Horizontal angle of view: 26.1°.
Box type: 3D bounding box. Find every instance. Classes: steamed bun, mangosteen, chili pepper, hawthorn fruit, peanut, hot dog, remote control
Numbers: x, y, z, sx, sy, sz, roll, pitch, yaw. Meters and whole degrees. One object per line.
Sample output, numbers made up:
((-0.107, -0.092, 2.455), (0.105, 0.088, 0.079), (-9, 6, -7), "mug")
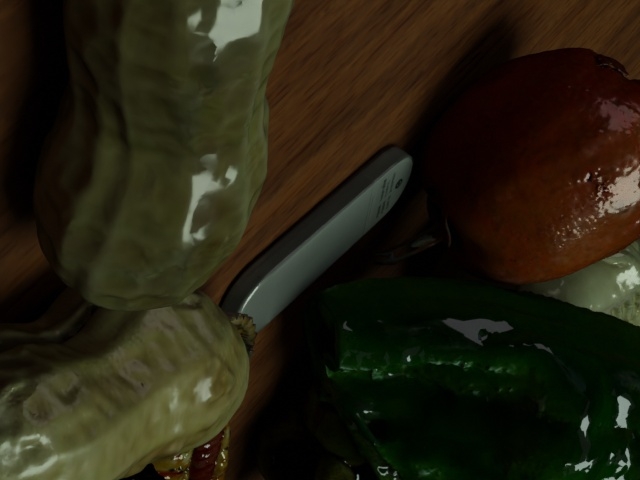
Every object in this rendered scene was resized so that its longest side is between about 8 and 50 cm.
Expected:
((0.232, 0.050, 1.522), (0.275, 0.206, 0.320), (-32, 160, -14), "steamed bun")
((0.049, 0.217, 1.380), (0.243, 0.243, 0.243), (-46, 158, -24), "mangosteen")
((0.167, 0.141, 1.239), (0.167, 0.385, 0.213), (149, -51, -67), "chili pepper")
((0.181, -0.049, 1.269), (0.299, 0.211, 0.211), (-33, 157, -5), "hawthorn fruit")
((-0.144, 0.091, 0.838), (0.290, 0.130, 0.130), (-22, 142, -57), "peanut")
((-0.112, 0.153, 1.088), (0.131, 0.069, 0.252), (-33, 149, -45), "hot dog")
((0.000, 0.000, 1.174), (0.245, 0.022, 0.077), (-42, 159, -33), "remote control")
((-0.076, -0.091, 0.719), (0.136, 0.120, 0.298), (-69, 177, -51), "peanut")

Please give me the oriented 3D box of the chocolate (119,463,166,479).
((-0.184, 0.203, 0.941), (0.156, 0.156, 0.133), (-56, 142, 2), "chocolate")
